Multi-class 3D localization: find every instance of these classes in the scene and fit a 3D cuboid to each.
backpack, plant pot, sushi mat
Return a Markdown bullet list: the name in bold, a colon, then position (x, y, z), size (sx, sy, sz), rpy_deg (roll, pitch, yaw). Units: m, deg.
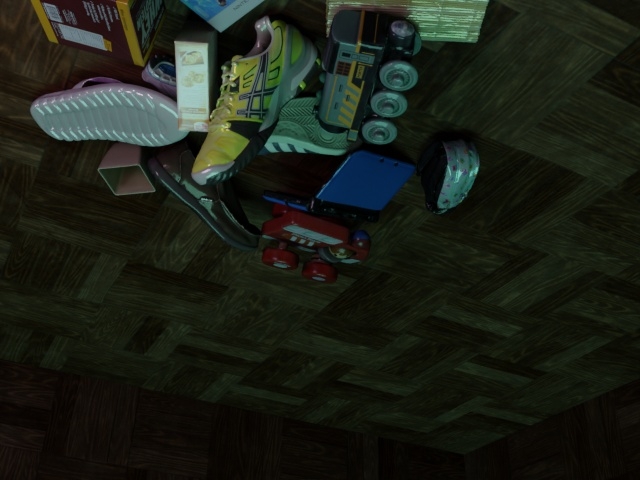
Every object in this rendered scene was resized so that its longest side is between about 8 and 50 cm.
- **backpack**: position (0.309, -0.168, 1.878), size (0.115, 0.151, 0.182), rpy_deg (-8, 146, -15)
- **plant pot**: position (-0.469, -0.185, 1.913), size (0.109, 0.096, 0.109), rpy_deg (-5, 146, 10)
- **sushi mat**: position (0.168, -0.455, 1.533), size (0.317, 0.019, 0.151), rpy_deg (2, 148, 0)

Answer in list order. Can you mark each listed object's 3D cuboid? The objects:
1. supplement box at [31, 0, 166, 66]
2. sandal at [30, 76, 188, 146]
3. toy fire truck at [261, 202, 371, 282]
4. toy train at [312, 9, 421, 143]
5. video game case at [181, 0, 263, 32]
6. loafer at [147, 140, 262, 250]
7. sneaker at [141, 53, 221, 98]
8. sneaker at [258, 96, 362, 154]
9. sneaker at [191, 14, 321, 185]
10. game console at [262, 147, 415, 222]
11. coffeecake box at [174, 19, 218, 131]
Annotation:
- **supplement box**: position (-0.403, -0.444, 1.411), size (0.194, 0.129, 0.191), rpy_deg (15, 159, 2)
- **sandal**: position (-0.471, -0.304, 1.734), size (0.417, 0.102, 0.169), rpy_deg (5, 144, 22)
- **toy fire truck**: position (0.000, 0.000, 2.041), size (0.302, 0.169, 0.254), rpy_deg (19, 165, -26)
- **toy train**: position (0.091, -0.330, 1.606), size (0.190, 0.142, 0.334), rpy_deg (12, 148, -3)
- **video game case**: position (-0.194, -0.530, 1.398), size (0.244, 0.061, 0.270), rpy_deg (-26, 138, 34)
- **loafer**: position (-0.261, -0.108, 1.939), size (0.130, 0.134, 0.366), rpy_deg (-45, 124, 2)
- **sneaker**: position (-0.305, -0.340, 1.707), size (0.191, 0.071, 0.083), rpy_deg (28, 153, -30)
- **sneaker**: position (-0.079, -0.254, 1.785), size (0.350, 0.131, 0.148), rpy_deg (6, 169, -17)
- **sneaker**: position (-0.157, -0.279, 1.548), size (0.147, 0.384, 0.145), rpy_deg (41, 159, -29)
- **game console**: position (0.049, -0.145, 1.918), size (0.250, 0.173, 0.293), rpy_deg (17, -175, 36)
- **coffeecake box**: position (-0.248, -0.334, 1.572), size (0.068, 0.142, 0.185), rpy_deg (3, 122, -1)
